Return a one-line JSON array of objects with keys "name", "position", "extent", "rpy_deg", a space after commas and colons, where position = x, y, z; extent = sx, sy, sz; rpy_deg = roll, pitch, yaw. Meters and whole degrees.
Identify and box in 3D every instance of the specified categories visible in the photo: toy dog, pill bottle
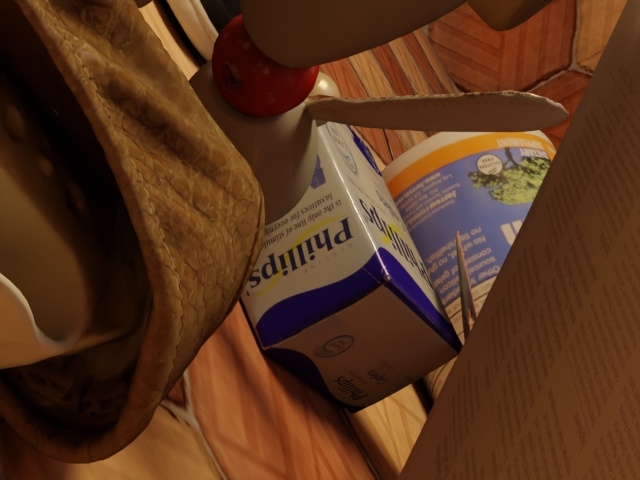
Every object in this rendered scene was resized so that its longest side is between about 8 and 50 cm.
[{"name": "toy dog", "position": [0.032, -0.131, 0.750], "extent": [0.333, 0.161, 0.220], "rpy_deg": [-14, -73, 58]}, {"name": "pill bottle", "position": [0.138, 0.066, 1.224], "extent": [0.152, 0.152, 0.272], "rpy_deg": [46, 17, -57]}]

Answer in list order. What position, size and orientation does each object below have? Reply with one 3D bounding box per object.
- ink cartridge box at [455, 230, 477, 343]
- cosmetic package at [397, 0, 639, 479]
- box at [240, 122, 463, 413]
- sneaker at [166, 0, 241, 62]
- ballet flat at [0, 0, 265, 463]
[{"name": "ink cartridge box", "position": [0.106, 0.129, 0.927], "extent": [0.181, 0.056, 0.225], "rpy_deg": [-95, 180, -67]}, {"name": "cosmetic package", "position": [0.102, 0.086, 0.599], "extent": [0.097, 0.284, 0.377], "rpy_deg": [25, 15, -5]}, {"name": "box", "position": [0.000, 0.000, 0.934], "extent": [0.137, 0.072, 0.126], "rpy_deg": [66, 11, 26]}, {"name": "sneaker", "position": [-0.023, -0.164, 1.143], "extent": [0.079, 0.121, 0.217], "rpy_deg": [61, 9, 4]}, {"name": "ballet flat", "position": [-0.123, -0.066, 0.445], "extent": [0.124, 0.116, 0.342], "rpy_deg": [-80, 148, -45]}]
